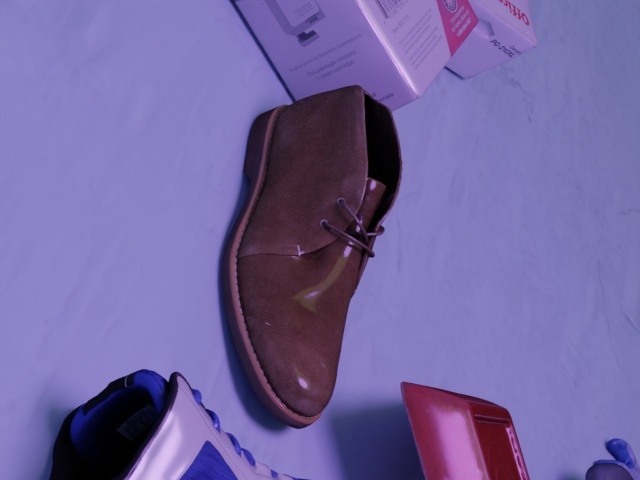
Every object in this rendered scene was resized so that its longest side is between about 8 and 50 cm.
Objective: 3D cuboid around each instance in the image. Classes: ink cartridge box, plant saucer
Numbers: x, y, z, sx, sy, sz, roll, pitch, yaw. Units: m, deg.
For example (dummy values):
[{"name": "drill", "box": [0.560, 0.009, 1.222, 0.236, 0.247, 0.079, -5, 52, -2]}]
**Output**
[{"name": "ink cartridge box", "box": [0.008, -0.265, 1.320, 0.283, 0.117, 0.207, 58, 34, -14]}, {"name": "plant saucer", "box": [0.149, 0.241, 1.195, 0.258, 0.047, 0.259, 26, 47, -71]}, {"name": "ink cartridge box", "box": [0.134, -0.317, 1.551, 0.172, 0.100, 0.237, 24, 50, -46]}]

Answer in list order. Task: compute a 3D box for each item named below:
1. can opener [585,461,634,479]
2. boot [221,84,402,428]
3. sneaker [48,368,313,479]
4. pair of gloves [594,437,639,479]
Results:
[{"name": "can opener", "box": [0.362, 0.295, 1.479, 0.283, 0.076, 0.095, 28, 51, -44]}, {"name": "boot", "box": [0.000, 0.000, 1.148, 0.112, 0.115, 0.305, 36, 44, -41]}, {"name": "sneaker", "box": [-0.068, 0.168, 0.930, 0.315, 0.127, 0.182, -5, 77, -55]}, {"name": "pair of gloves", "box": [0.351, 0.311, 1.541, 0.159, 0.023, 0.198, 16, 58, -51]}]
